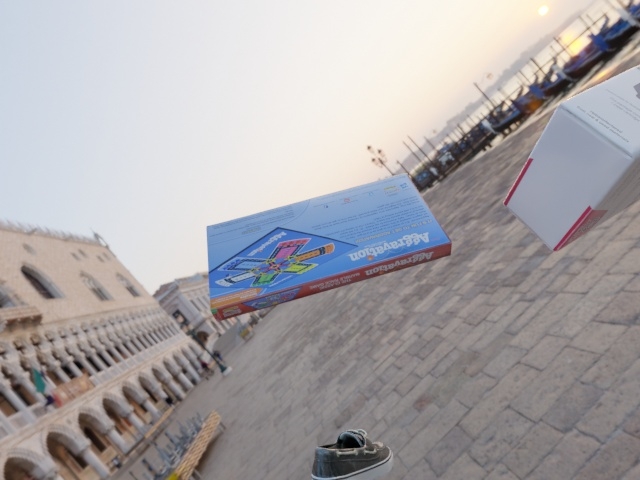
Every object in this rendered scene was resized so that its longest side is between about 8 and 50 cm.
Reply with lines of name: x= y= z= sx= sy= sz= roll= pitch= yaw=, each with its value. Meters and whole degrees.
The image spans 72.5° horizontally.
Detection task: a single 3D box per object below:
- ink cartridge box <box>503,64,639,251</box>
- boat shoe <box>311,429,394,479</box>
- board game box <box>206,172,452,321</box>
ink cartridge box: x=0.372 y=-0.114 z=0.541 sx=0.237 sy=0.100 sz=0.172 roll=-26 pitch=-30 yaw=-18
boat shoe: x=0.061 y=0.350 z=0.716 sx=0.077 sy=0.070 sz=0.219 roll=-10 pitch=-17 yaw=29
board game box: x=0.000 y=0.000 z=0.543 sx=0.281 sy=0.145 sz=0.027 roll=-15 pitch=-47 yaw=-3
